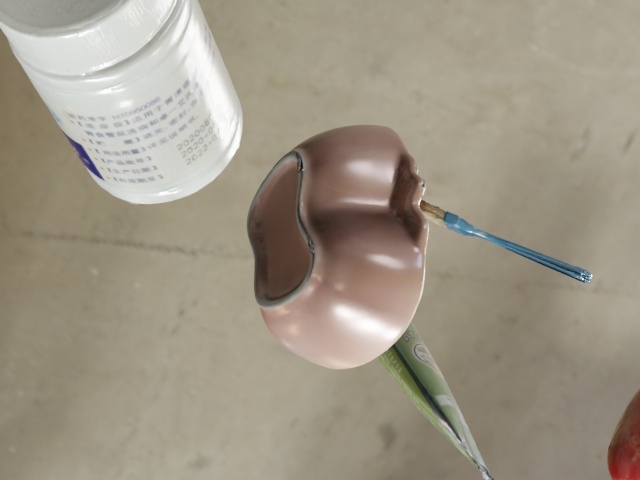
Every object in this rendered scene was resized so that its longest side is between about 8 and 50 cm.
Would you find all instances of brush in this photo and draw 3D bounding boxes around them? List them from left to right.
[{"bbox_3d":[0.154,0.001,1.432,0.014,0.164,0.051,-66,167,-2],"label":"brush"}]

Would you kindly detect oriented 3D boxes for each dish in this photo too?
[{"bbox_3d":[0.000,0.000,1.418,0.090,0.213,0.213,12,107,-30],"label":"dish"}]

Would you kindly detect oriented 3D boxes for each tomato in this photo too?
[{"bbox_3d":[0.417,0.227,1.936,0.187,0.187,0.151,-57,147,0],"label":"tomato"}]

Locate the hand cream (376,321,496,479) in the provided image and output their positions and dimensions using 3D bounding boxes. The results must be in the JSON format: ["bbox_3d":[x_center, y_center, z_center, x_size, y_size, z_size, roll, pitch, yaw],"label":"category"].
[{"bbox_3d":[0.116,0.159,1.773,0.055,0.235,0.086,-38,136,2],"label":"hand cream"}]

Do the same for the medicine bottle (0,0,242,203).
[{"bbox_3d":[-0.208,-0.197,1.744,0.190,0.190,0.332,-46,151,-14],"label":"medicine bottle"}]
